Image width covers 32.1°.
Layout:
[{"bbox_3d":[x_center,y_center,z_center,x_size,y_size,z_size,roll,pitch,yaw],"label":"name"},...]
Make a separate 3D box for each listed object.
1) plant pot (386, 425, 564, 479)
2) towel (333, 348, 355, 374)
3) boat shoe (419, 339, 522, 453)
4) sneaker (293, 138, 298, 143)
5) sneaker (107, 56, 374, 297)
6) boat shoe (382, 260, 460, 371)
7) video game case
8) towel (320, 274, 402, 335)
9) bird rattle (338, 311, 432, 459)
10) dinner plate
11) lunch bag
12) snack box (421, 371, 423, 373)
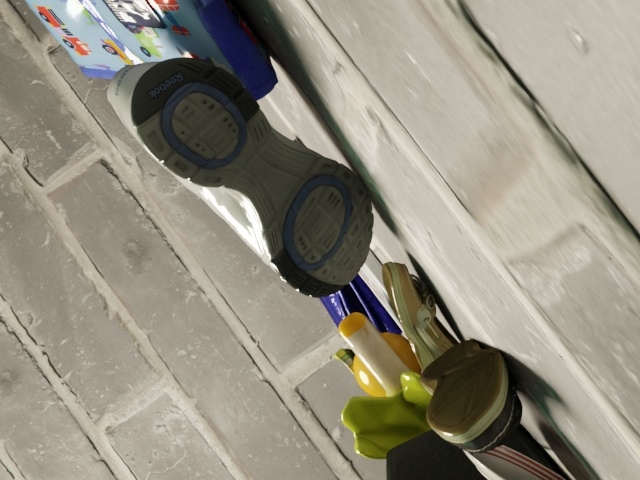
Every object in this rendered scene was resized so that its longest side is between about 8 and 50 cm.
[{"bbox_3d":[0.168,0.281,1.136,0.188,0.188,0.167,57,-172,-48],"label":"plant pot"},{"bbox_3d":[0.100,0.236,1.453,0.237,0.021,0.102,49,-176,11],"label":"towel"},{"bbox_3d":[0.134,0.137,0.926,0.073,0.080,0.223,48,-178,-4],"label":"boat shoe"},{"bbox_3d":[-0.024,-0.069,1.227,0.067,0.042,0.118,49,168,15],"label":"sneaker"},{"bbox_3d":[-0.062,-0.061,0.958,0.297,0.111,0.129,46,171,-36],"label":"sneaker"},{"bbox_3d":[0.099,0.072,1.053,0.056,0.048,0.153,-111,-4,-54],"label":"boat shoe"},{"bbox_3d":[0.089,0.074,1.334,0.157,0.019,0.143,53,176,10],"label":"video game case"},{"bbox_3d":[0.038,0.067,1.584,0.227,0.076,0.308,60,176,0],"label":"towel"},{"bbox_3d":[0.106,0.167,1.304,0.207,0.143,0.253,53,-170,17],"label":"bird rattle"},{"bbox_3d":[0.178,0.208,0.961,0.141,0.017,0.141,27,-174,-3],"label":"dinner plate"},{"bbox_3d":[-0.157,-0.234,0.950,0.293,0.138,0.221,28,160,48],"label":"lunch bag"},{"bbox_3d":[0.172,0.248,1.529,0.174,0.070,0.207,52,175,19],"label":"snack box"}]
